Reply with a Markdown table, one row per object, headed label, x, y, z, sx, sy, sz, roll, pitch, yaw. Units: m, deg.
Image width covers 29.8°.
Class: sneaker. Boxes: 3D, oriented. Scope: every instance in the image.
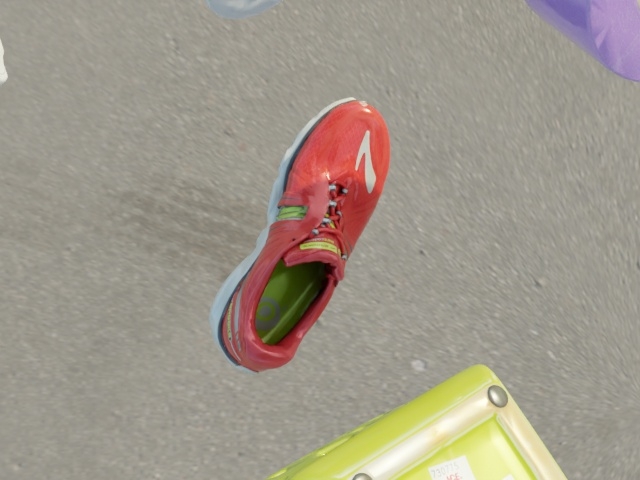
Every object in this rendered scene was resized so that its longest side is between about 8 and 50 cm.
| label | x | y | z | sx | sy | sz | roll | pitch | yaw |
| --- | --- | --- | --- | --- | --- | --- | --- | --- | --- |
| sneaker | 0.000 | 0.000 | 1.110 | 0.107 | 0.118 | 0.279 | 27 | 84 | -20 |

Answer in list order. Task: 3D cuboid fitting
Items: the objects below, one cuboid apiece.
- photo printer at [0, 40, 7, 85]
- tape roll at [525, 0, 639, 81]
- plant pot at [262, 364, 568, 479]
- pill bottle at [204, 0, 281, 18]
| label | x | y | z | sx | sy | sz | roll | pitch | yaw |
| --- | --- | --- | --- | --- | --- | --- | --- | --- | --- |
| photo printer | -0.341 | -0.156 | 0.684 | 0.256 | 0.308 | 0.107 | -21 | 48 | 1 |
| tape roll | 0.270 | -0.254 | 0.871 | 0.275 | 0.275 | 0.090 | -45 | 53 | 5 |
| plant pot | 0.070 | 0.234 | 0.871 | 0.228 | 0.207 | 0.227 | -25 | 76 | -35 |
| pill bottle | -0.105 | -0.309 | 1.074 | 0.121 | 0.121 | 0.221 | -36 | 65 | 8 |
